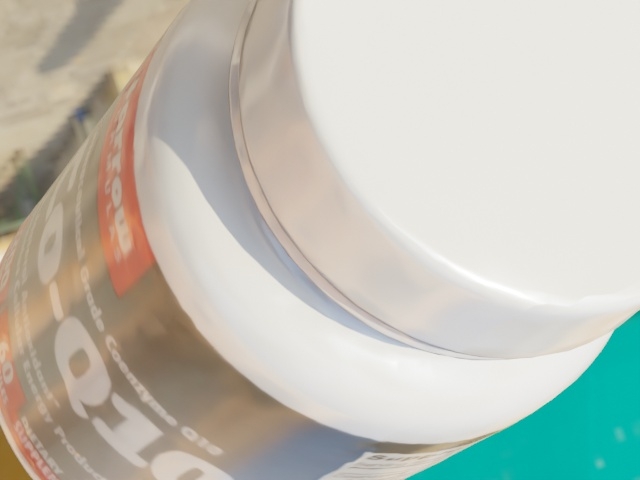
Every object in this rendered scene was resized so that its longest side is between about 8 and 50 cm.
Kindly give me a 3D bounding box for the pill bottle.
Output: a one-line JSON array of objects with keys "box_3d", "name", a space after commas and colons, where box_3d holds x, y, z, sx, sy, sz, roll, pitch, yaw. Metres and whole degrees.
[{"box_3d": [0.000, 0.000, 0.598, 0.161, 0.161, 0.283, -12, 166, -27], "name": "pill bottle"}]
